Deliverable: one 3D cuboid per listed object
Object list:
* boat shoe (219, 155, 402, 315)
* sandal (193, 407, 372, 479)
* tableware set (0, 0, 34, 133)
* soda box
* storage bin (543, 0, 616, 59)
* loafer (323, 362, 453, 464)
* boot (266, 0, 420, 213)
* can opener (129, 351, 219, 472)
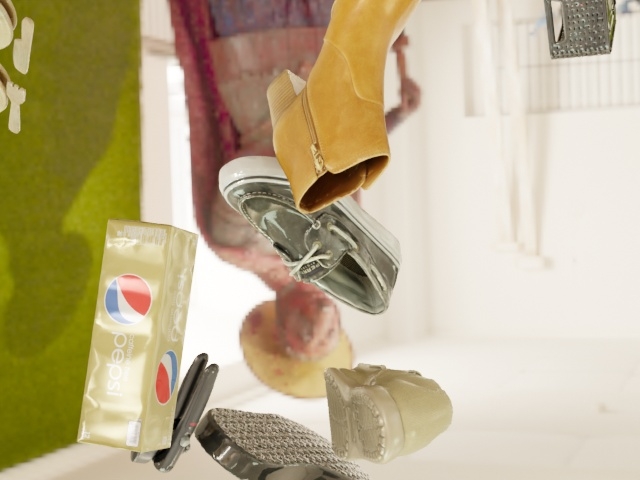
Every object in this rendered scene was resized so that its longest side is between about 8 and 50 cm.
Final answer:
[{"bbox_3d":[0.000,0.000,1.508,0.121,0.119,0.335,-25,140,36],"label":"boat shoe"},{"bbox_3d":[-0.064,0.348,1.741,0.167,0.107,0.446,42,-172,34],"label":"sandal"},{"bbox_3d":[-0.323,-0.191,1.063,0.128,0.039,0.194,30,148,-2],"label":"tableware set"},{"bbox_3d":[-0.146,0.076,0.917,0.058,0.181,0.061,7,175,15],"label":"soda box"},{"bbox_3d":[0.370,-0.342,1.603,0.084,0.122,0.180,-3,-152,20],"label":"storage bin"},{"bbox_3d":[0.067,0.181,1.180,0.092,0.101,0.268,-7,-179,-12],"label":"loafer"},{"bbox_3d":[0.055,-0.181,1.354,0.104,0.211,0.295,21,127,-41],"label":"boot"},{"bbox_3d":[-0.183,0.233,1.507,0.059,0.186,0.073,43,-159,27],"label":"can opener"}]
